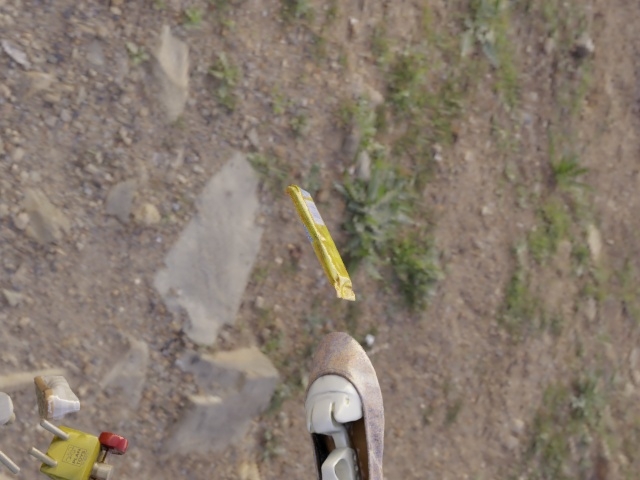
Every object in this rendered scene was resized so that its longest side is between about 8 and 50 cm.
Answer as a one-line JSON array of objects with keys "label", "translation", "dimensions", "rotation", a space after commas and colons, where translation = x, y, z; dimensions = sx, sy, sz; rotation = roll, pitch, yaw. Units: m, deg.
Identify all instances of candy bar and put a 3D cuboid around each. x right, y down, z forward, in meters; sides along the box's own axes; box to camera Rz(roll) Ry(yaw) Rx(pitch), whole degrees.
[{"label": "candy bar", "translation": [0.000, 0.000, 1.200], "dimensions": [0.018, 0.161, 0.040], "rotation": [-38, 150, 22]}]

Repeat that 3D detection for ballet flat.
[{"label": "ballet flat", "translation": [0.031, 0.275, 1.391], "dimensions": [0.106, 0.108, 0.316], "rotation": [14, 62, -61]}]

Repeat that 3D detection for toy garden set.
[{"label": "toy garden set", "translation": [-0.272, 0.216, 0.838], "dimensions": [0.244, 0.049, 0.203], "rotation": [42, 53, -36]}]

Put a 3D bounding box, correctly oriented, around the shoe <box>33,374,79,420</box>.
[{"label": "shoe", "translation": [-0.474, 0.283, 1.859], "dimensions": [0.058, 0.219, 0.076], "rotation": [-7, 94, -21]}]
